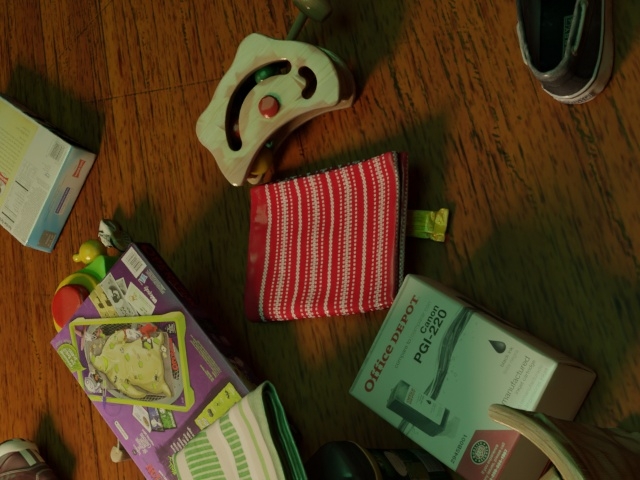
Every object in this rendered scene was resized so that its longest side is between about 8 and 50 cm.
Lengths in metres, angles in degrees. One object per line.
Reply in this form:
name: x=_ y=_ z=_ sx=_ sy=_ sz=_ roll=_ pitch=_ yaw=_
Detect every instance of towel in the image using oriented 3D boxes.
towel: x=-0.077 y=0.309 z=1.108 sx=0.325 sy=0.038 sz=0.248 roll=-44 pitch=62 yaw=59
towel: x=0.000 y=0.000 z=1.300 sx=0.275 sy=0.031 sz=0.199 roll=-10 pitch=71 yaw=45

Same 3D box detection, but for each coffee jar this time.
coffee jar: x=0.054 y=0.267 z=1.090 sx=0.096 sy=0.184 sz=0.079 roll=-52 pitch=51 yaw=17

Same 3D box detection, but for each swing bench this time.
swing bench: x=0.220 y=0.294 z=0.897 sx=0.165 sy=0.253 sz=0.255 roll=32 pitch=99 yaw=41

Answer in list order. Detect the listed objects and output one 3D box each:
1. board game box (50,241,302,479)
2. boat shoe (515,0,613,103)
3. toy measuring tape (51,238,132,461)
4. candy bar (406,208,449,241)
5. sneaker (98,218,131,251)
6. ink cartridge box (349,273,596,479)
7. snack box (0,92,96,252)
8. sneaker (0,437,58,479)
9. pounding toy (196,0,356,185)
board game box: x=-0.201 y=0.195 z=1.357 sx=0.208 sy=0.056 sz=0.347 roll=-46 pitch=70 yaw=15
boat shoe: x=0.262 y=-0.306 z=1.139 sx=0.108 sy=0.102 sz=0.301 roll=-8 pitch=73 yaw=39
toy measuring tape: x=-0.334 y=0.162 z=1.510 sx=0.121 sy=0.121 sz=0.330 roll=-14 pitch=78 yaw=37
candy bar: x=0.088 y=-0.024 z=1.260 sx=0.161 sy=0.018 sz=0.040 roll=5 pitch=81 yaw=42
sneaker: x=-0.322 y=0.000 z=1.598 sx=0.083 sy=0.032 sz=0.037 roll=45 pitch=121 yaw=44
ink cartridge box: x=0.157 y=0.153 z=1.101 sx=0.218 sy=0.092 sz=0.158 roll=31 pitch=98 yaw=43
snack box: x=-0.529 y=-0.129 z=1.786 sx=0.322 sy=0.060 sz=0.187 roll=32 pitch=98 yaw=41
sneaker: x=-0.479 y=0.455 z=1.544 sx=0.162 sy=0.106 sz=0.281 roll=27 pitch=94 yaw=39
pounding toy: x=-0.034 y=-0.197 z=1.378 sx=0.154 sy=0.155 sz=0.269 roll=35 pitch=105 yaw=12
